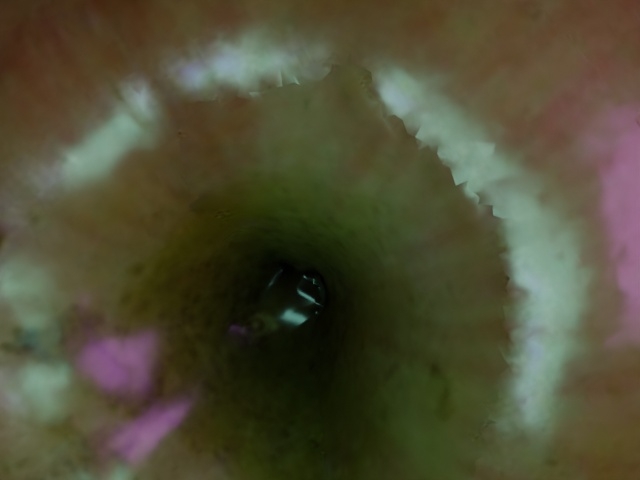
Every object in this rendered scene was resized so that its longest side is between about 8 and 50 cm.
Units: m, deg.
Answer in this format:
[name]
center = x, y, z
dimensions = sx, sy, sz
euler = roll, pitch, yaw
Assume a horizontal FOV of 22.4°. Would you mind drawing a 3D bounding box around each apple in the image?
[apple]
center = 0.000, 0.000, 0.667
dimensions = 0.346, 0.391, 0.392
euler = -70, 152, -74
